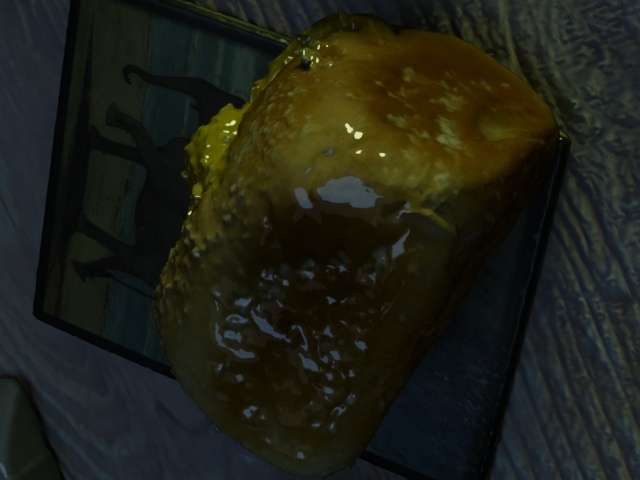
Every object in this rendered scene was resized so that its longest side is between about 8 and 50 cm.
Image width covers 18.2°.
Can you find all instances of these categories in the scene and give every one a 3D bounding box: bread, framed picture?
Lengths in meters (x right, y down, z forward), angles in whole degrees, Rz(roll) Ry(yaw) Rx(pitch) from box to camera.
[{"bbox_3d":[0.000,0.000,1.129,0.176,0.195,0.246,34,122,8],"label":"bread"},{"bbox_3d":[-0.026,-0.004,1.268,0.347,0.016,0.265,22,118,19],"label":"framed picture"}]

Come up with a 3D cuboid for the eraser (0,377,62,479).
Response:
[{"bbox_3d":[-0.205,0.272,1.451,0.089,0.061,0.352,-9,105,30],"label":"eraser"}]
